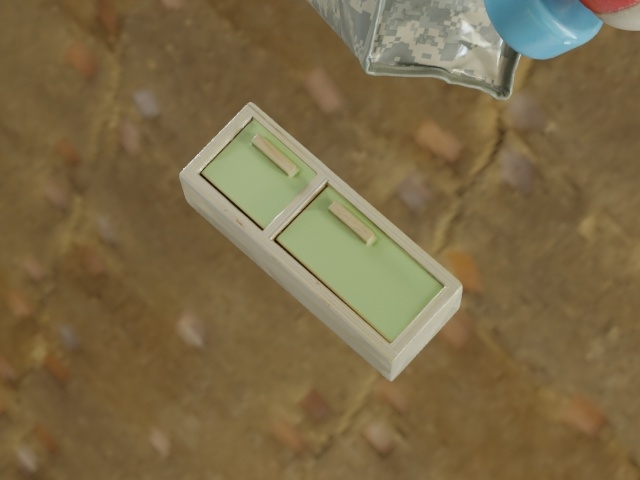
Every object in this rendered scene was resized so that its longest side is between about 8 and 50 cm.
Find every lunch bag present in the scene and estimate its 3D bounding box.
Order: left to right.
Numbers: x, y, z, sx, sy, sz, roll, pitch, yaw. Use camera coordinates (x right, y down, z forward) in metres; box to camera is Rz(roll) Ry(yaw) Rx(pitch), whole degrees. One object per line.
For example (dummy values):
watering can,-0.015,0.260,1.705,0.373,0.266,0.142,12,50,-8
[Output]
lunch bag,0.107,-0.300,1.677,0.235,0.169,0.287,-123,-135,-63

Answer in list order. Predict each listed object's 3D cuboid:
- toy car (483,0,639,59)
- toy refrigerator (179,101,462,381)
toy car,0.147,-0.255,1.063,0.238,0.210,0.219,41,-36,-23
toy refrigerator,0.000,0.000,1.836,0.269,0.102,0.094,42,-11,13
